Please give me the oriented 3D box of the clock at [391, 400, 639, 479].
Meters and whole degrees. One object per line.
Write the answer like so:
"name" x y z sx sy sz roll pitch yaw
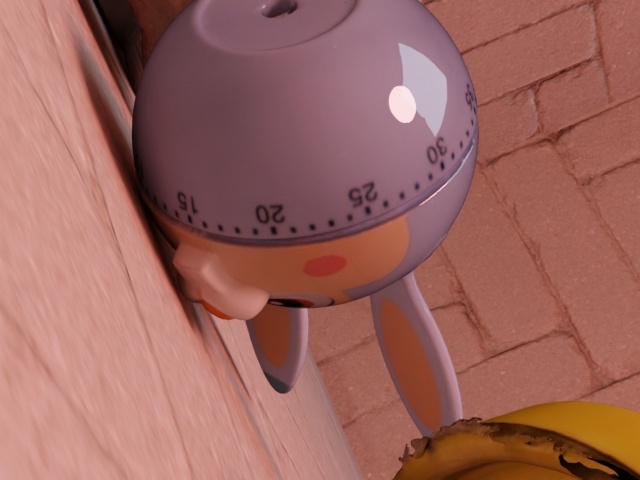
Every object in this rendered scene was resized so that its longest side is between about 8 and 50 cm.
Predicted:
"clock" 0.116 0.194 0.515 0.277 0.071 0.293 -19 -93 59

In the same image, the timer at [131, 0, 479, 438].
"timer" -0.012 -0.002 0.704 0.175 0.175 0.255 -115 -151 -65

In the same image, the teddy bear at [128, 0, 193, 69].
"teddy bear" -0.082 -0.215 0.841 0.267 0.151 0.236 51 33 -11

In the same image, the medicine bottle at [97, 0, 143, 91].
"medicine bottle" -0.109 -0.183 1.009 0.132 0.088 0.188 66 1 -66
